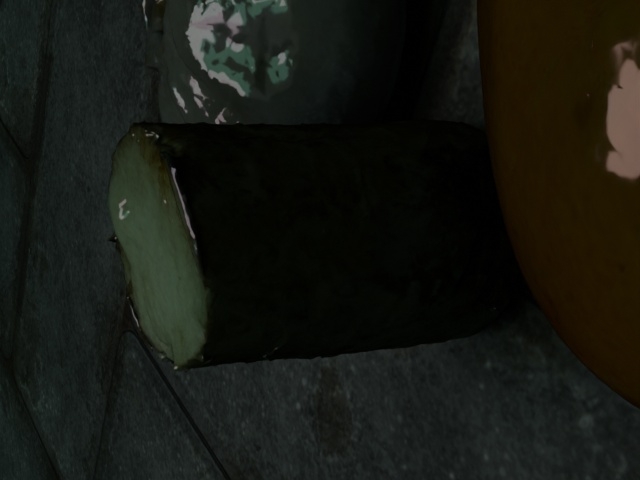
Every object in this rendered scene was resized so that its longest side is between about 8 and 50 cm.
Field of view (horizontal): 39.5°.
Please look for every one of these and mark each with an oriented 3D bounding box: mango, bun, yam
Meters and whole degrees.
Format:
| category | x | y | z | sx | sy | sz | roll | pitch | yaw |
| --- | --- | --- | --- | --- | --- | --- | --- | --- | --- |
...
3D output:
| category | x | y | z | sx | sy | sz | roll | pitch | yaw |
| --- | --- | --- | --- | --- | --- | --- | --- | --- | --- |
| mango | 0.186 | -0.127 | 0.430 | 0.300 | 0.232 | 0.445 | 59 | -157 | -73 |
| bun | -0.065 | -0.211 | 0.848 | 0.354 | 0.194 | 0.354 | 10 | 102 | 59 |
| yam | 0.000 | 0.000 | 0.696 | 0.195 | 0.300 | 0.195 | 12 | 104 | 62 |
